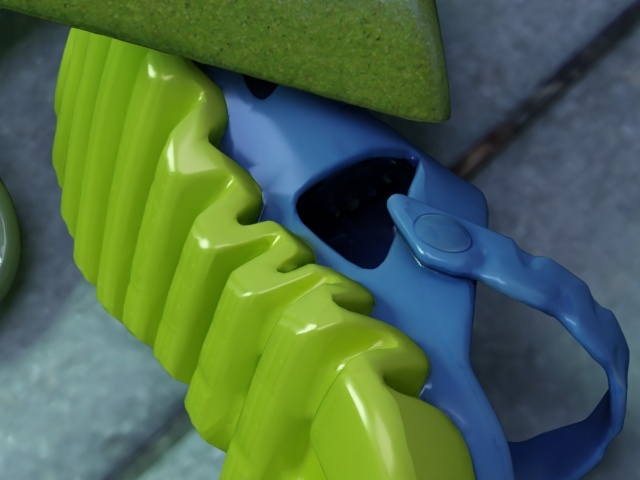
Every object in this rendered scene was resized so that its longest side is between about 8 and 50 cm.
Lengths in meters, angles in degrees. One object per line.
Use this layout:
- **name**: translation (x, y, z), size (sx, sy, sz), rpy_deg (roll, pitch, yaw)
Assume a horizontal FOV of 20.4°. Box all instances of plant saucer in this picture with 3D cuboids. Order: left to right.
- **plant saucer**: translation (-0.038, -0.136, 0.648), size (0.188, 0.045, 0.188), rpy_deg (15, 39, -15)

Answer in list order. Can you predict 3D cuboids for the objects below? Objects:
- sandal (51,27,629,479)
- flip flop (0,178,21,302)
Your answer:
- **sandal**: translation (0.000, 0.000, 0.642), size (0.138, 0.126, 0.317), rpy_deg (-8, 50, -30)
- **flip flop**: translation (-0.226, -0.065, 0.663), size (0.112, 0.080, 0.277), rpy_deg (-45, 99, -3)
